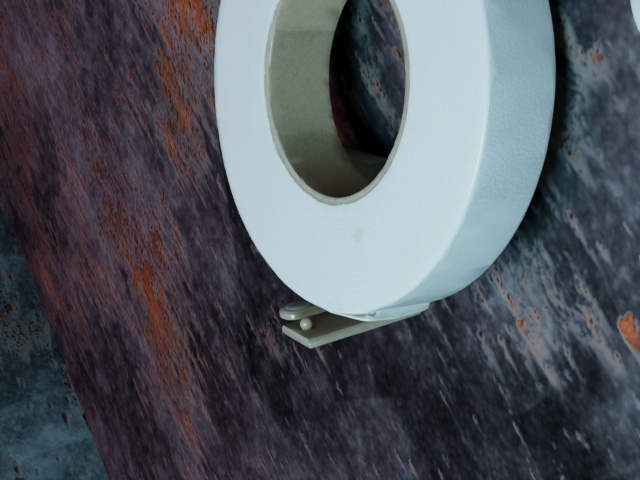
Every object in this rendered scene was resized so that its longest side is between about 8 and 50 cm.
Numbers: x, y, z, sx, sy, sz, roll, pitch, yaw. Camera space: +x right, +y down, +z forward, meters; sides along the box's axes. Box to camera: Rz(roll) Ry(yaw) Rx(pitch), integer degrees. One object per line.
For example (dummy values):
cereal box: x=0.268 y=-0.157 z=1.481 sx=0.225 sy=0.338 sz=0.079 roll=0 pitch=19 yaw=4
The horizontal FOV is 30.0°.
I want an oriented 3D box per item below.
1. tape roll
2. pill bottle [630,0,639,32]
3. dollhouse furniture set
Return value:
tape roll: x=0.034 y=-0.132 z=0.992 sx=0.392 sy=0.072 sz=0.392 roll=13 pitch=106 yaw=54
pill bottle: x=0.250 y=-0.165 z=0.557 sx=0.131 sy=0.131 sz=0.229 roll=66 pitch=153 yaw=15
dollhouse furniture set: x=0.000 y=0.000 z=1.164 sx=0.144 sy=0.123 sz=0.151 roll=22 pitch=124 yaw=58
